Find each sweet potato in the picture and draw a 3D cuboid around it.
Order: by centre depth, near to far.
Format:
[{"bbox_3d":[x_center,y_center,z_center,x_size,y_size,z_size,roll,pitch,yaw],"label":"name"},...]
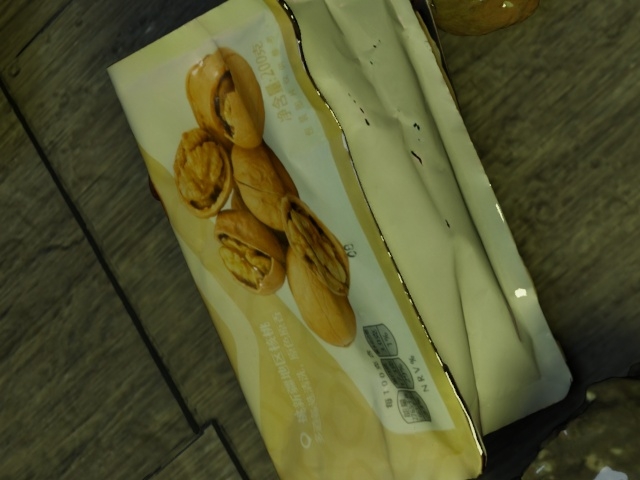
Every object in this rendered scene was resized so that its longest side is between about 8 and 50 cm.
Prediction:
[{"bbox_3d":[0.050,-0.194,1.080,0.233,0.062,0.081,31,87,32],"label":"sweet potato"}]

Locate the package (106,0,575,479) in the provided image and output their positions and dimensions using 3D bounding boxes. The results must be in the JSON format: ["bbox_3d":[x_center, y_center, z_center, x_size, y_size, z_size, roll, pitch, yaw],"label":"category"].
[{"bbox_3d":[0.027,-0.012,1.014,0.221,0.165,0.311,-19,95,54],"label":"package"}]

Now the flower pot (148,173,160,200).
[{"bbox_3d":[-0.054,-0.063,1.115,0.089,0.111,0.111,23,99,14],"label":"flower pot"}]

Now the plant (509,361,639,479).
[{"bbox_3d":[0.246,0.214,0.862,0.320,0.182,0.194,45,117,19],"label":"plant"}]
